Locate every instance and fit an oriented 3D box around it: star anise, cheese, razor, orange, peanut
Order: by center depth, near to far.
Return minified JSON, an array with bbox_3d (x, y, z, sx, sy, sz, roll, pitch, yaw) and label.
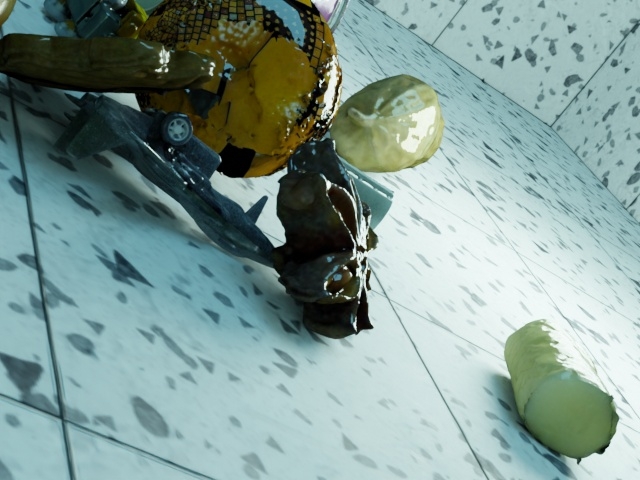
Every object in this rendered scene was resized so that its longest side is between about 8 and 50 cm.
[{"bbox_3d":[-0.002,-0.001,1.297,0.220,0.099,0.214,54,24,-64],"label":"star anise"},{"bbox_3d":[-0.090,-0.184,1.434,0.234,0.234,0.182,39,-3,2],"label":"orange"},{"bbox_3d":[0.278,0.168,1.501,0.123,0.094,0.167,34,17,-10],"label":"cheese"},{"bbox_3d":[0.017,-0.097,1.732,0.106,0.068,0.232,32,13,-22],"label":"razor"},{"bbox_3d":[0.120,-0.178,1.989,0.143,0.159,0.291,66,20,3],"label":"peanut"}]

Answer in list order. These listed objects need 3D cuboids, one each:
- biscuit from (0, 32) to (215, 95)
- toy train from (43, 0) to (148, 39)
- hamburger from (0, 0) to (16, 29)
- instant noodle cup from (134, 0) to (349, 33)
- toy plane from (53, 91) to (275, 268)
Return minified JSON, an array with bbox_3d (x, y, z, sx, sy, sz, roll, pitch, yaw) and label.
[{"bbox_3d":[-0.206,-0.162,1.237,0.208,0.041,0.290,3,3,-21],"label":"biscuit"},{"bbox_3d":[-0.250,-0.259,1.547,0.127,0.089,0.219,39,12,-37],"label":"toy train"},{"bbox_3d":[-0.351,-0.241,1.175,0.156,0.144,0.283,36,30,-38],"label":"hamburger"},{"bbox_3d":[-0.156,-0.407,1.788,0.266,0.340,0.340,1,40,-48],"label":"instant noodle cup"},{"bbox_3d":[-0.125,-0.061,1.266,0.267,0.088,0.212,32,-6,-27],"label":"toy plane"}]
